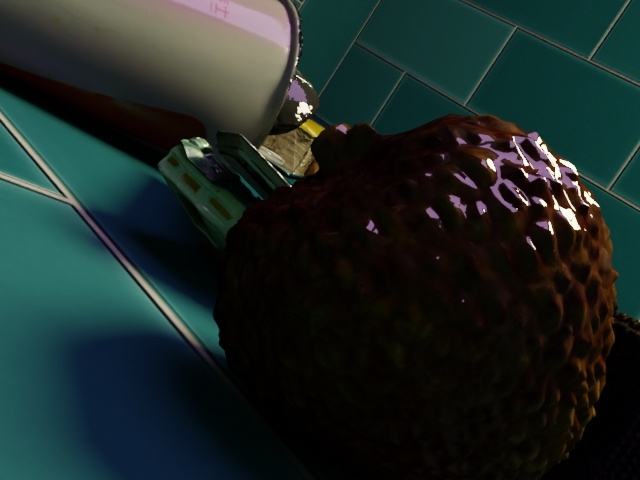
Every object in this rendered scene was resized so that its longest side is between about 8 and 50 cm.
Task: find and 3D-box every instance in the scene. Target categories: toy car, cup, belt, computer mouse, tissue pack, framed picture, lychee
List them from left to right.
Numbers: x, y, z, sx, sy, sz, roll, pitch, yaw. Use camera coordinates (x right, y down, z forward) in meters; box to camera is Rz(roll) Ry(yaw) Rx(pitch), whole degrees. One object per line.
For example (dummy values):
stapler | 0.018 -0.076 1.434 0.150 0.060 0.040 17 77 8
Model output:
cup | -0.188 -0.188 0.836 0.288 0.203 0.203 20 14 -33
toy car | -0.051 -0.003 0.651 0.093 0.058 0.186 42 -4 28
computer mouse | -0.103 -0.214 1.318 0.217 0.122 0.073 18 -37 34
tissue pack | -0.048 -0.155 1.433 0.120 0.082 0.169 33 9 12
framed picture | 0.000 0.000 0.697 0.216 0.016 0.273 47 -2 -10
lychee | 0.046 0.028 0.443 0.194 0.194 0.194 32 9 -5
belt | 0.287 0.154 0.662 0.289 0.164 0.184 32 0 -8

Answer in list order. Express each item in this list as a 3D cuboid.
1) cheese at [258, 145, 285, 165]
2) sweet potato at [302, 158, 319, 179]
cheese | -0.124 -0.147 1.262 0.192 0.037 0.097 26 12 -35
sweet potato | 0.028 -0.064 1.182 0.097 0.097 0.292 34 8 4
